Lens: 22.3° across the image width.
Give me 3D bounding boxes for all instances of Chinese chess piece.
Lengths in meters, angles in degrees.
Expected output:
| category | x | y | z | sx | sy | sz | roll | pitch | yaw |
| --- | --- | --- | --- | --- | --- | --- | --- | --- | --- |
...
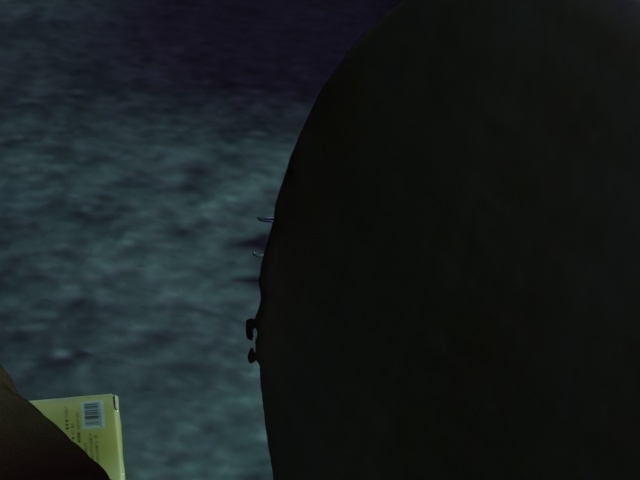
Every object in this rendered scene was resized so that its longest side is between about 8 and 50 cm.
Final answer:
| category | x | y | z | sx | sy | sz | roll | pitch | yaw |
| --- | --- | --- | --- | --- | --- | --- | --- | --- | --- |
| Chinese chess piece | 0.116 | 0.053 | 0.661 | 0.146 | 0.349 | 0.349 | 0 | 35 | -34 |

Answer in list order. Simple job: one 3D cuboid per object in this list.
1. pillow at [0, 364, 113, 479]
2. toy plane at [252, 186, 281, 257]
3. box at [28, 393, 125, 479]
| category | x | y | z | sx | sy | sz | roll | pitch | yaw |
| --- | --- | --- | --- | --- | --- | --- | --- | --- | --- |
| pillow | -0.197 | 0.167 | 0.673 | 0.308 | 0.108 | 0.305 | 35 | 52 | 28 |
| toy plane | -0.001 | 0.001 | 0.967 | 0.077 | 0.024 | 0.084 | -23 | 52 | -30 |
| box | -0.173 | 0.114 | 0.818 | 0.149 | 0.020 | 0.073 | -3 | 40 | -8 |
